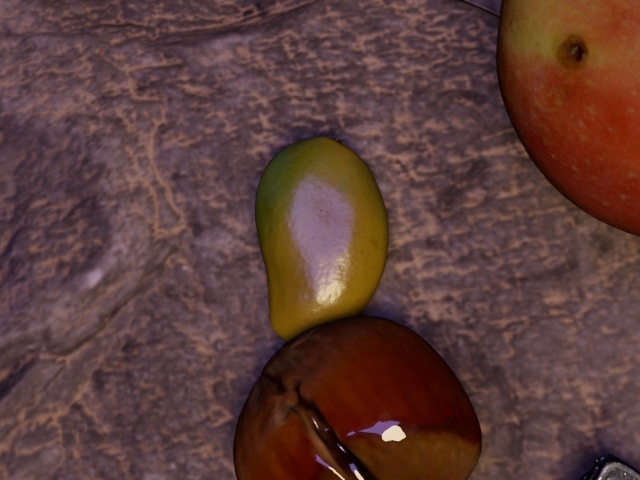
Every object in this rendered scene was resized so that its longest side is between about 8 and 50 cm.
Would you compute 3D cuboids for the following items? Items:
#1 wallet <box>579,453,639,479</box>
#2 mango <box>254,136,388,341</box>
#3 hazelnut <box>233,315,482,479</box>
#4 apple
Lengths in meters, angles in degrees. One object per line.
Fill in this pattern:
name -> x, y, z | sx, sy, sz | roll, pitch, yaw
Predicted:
wallet -> 0.276, 0.293, 0.938 | 0.222, 0.036, 0.167 | 32, 83, 0
mango -> 0.003, -0.002, 1.087 | 0.122, 0.085, 0.191 | -9, 82, -1
hazelnut -> 0.021, 0.166, 0.984 | 0.181, 0.181, 0.212 | 45, 98, 0
apple -> 0.302, -0.171, 0.936 | 0.276, 0.348, 0.349 | 22, 80, 27
